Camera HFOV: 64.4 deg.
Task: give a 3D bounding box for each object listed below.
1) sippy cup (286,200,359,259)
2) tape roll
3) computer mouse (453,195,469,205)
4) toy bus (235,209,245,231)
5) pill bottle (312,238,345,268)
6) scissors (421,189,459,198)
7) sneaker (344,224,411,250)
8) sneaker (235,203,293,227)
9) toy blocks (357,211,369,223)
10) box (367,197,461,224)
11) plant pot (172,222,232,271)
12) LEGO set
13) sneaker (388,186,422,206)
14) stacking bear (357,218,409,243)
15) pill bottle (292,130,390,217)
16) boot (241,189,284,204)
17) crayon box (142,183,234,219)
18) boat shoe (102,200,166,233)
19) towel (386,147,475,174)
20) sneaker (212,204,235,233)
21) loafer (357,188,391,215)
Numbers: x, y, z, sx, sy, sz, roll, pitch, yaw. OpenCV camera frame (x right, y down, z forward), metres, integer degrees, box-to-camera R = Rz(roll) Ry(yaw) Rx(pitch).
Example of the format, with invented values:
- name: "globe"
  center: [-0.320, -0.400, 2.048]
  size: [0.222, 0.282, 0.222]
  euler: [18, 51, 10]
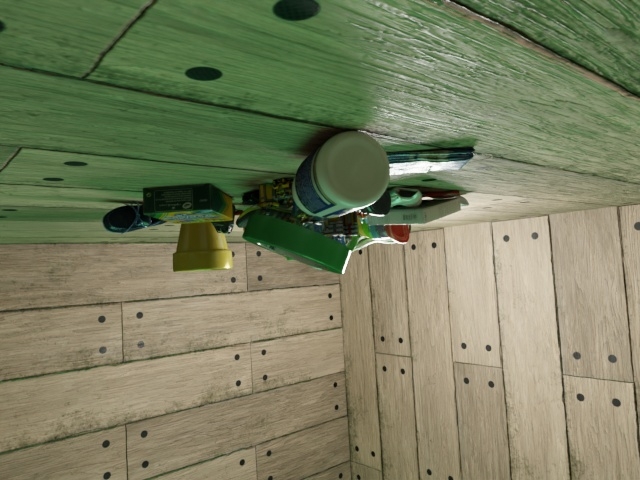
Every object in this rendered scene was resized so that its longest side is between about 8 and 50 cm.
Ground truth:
- name: "sippy cup"
  center: [-0.016, -0.043, 1.885]
  size: [0.240, 0.224, 0.305]
  euler: [-4, 176, 29]
- name: "tape roll"
  center: [-0.071, 0.012, 1.514]
  size: [0.321, 0.077, 0.321]
  euler: [20, 173, 3]
- name: "computer mouse"
  center: [0.535, -0.159, 2.062]
  size: [0.106, 0.042, 0.193]
  euler: [3, 180, -21]
- name: "toy bus"
  center: [-0.248, -0.075, 2.123]
  size: [0.190, 0.105, 0.202]
  euler: [-4, 177, 13]
- name: "pill bottle"
  center: [0.000, 0.000, 2.180]
  size: [0.204, 0.204, 0.361]
  euler: [-3, -168, -1]
- name: "scissors"
  center: [0.379, -0.167, 1.894]
  size: [0.297, 0.021, 0.109]
  euler: [-4, 179, -15]
- name: "sneaker"
  center: [0.201, -0.077, 2.351]
  size: [0.410, 0.182, 0.158]
  euler: [-12, -143, 22]
- name: "sneaker"
  center: [-0.181, -0.069, 1.959]
  size: [0.299, 0.121, 0.111]
  euler: [-5, 154, -31]
- name: "toy blocks"
  center: [0.173, -0.114, 1.723]
  size: [0.123, 0.054, 0.148]
  euler: [-4, 143, 13]
- name: "box"
  center: [0.356, -0.111, 1.911]
  size: [0.232, 0.059, 0.322]
  euler: [0, -170, 38]
- name: "plant pot"
  center: [-0.515, 0.013, 2.208]
  size: [0.253, 0.239, 0.254]
  euler: [-3, 177, 0]
- name: "LEGO set"
  center: [-0.032, -0.076, 1.574]
  size: [0.254, 0.192, 0.331]
  euler: [-5, 176, 28]
- name: "sneaker"
  center: [0.241, -0.150, 1.750]
  size: [0.212, 0.080, 0.094]
  euler: [-10, 163, 11]
- name: "stacking bear"
  center: [0.216, -0.081, 2.168]
  size: [0.289, 0.176, 0.164]
  euler: [3, -176, 40]
- name: "pill bottle"
  center: [0.030, -0.129, 1.092]
  size: [0.153, 0.153, 0.264]
  euler: [-2, 176, -18]
- name: "boot"
  center: [-0.192, -0.136, 1.665]
  size: [0.121, 0.045, 0.099]
  euler: [7, 169, -31]
- name: "crayon box"
  center: [-0.402, -0.108, 1.616]
  size: [0.203, 0.083, 0.323]
  euler: [-3, 177, 4]
- name: "boat shoe"
  center: [-0.609, -0.093, 1.726]
  size: [0.089, 0.109, 0.258]
  euler: [-15, -173, 38]
- name: "towel"
  center: [0.227, -0.189, 1.286]
  size: [0.284, 0.034, 0.209]
  euler: [-4, 177, 3]
- name: "sneaker"
  center: [-0.395, -0.076, 1.986]
  size: [0.101, 0.106, 0.267]
  euler: [-3, 178, -20]
- name: "loafer"
  center: [0.100, -0.140, 1.485]
  size: [0.095, 0.109, 0.302]
  euler: [3, 173, 37]
